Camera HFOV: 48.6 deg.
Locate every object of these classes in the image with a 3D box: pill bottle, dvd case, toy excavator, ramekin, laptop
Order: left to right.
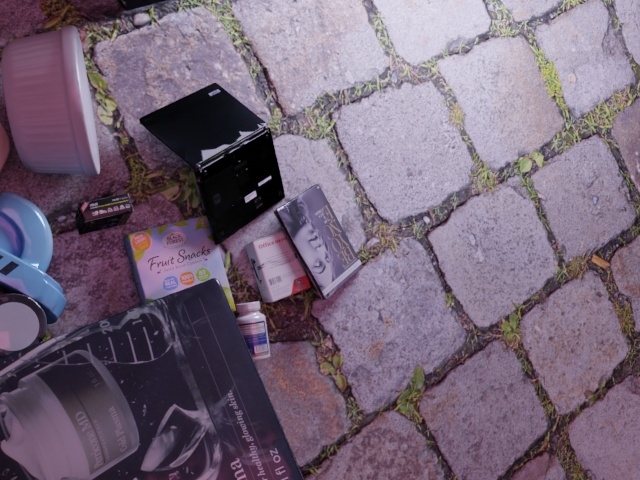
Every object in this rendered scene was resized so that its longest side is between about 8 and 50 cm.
[{"bbox_3d":[-0.605,-0.054,1.238,0.432,0.222,0.445,34,59,-21],"label":"toy excavator"},{"bbox_3d":[-0.481,-0.243,1.272,0.127,0.273,0.273,-9,88,-14],"label":"ramekin"},{"bbox_3d":[-0.216,-0.166,1.478,0.234,0.136,0.265,-39,127,-42],"label":"laptop"},{"bbox_3d":[-0.145,0.190,1.486,0.067,0.067,0.120,-7,88,-25],"label":"pill bottle"},{"bbox_3d":[0.000,0.000,1.565,0.164,0.018,0.221,-37,102,-48],"label":"dvd case"}]

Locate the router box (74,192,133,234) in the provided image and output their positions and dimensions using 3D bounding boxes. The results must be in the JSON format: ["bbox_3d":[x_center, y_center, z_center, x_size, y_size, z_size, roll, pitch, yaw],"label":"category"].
[{"bbox_3d":[-0.415,-0.050,1.353,0.092,0.122,0.038,-15,85,-26],"label":"router box"}]

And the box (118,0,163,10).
[{"bbox_3d":[-0.331,-0.615,1.287,0.179,0.343,0.313,-51,126,-20],"label":"box"}]

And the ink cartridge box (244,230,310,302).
[{"bbox_3d":[-0.093,0.055,1.529,0.099,0.056,0.135,-19,93,-26],"label":"ink cartridge box"}]

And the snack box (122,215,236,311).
[{"bbox_3d":[-0.285,0.069,1.432,0.174,0.070,0.207,-16,90,-26],"label":"snack box"}]

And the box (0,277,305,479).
[{"bbox_3d":[-0.303,0.387,1.156,0.471,0.297,0.480,-21,74,-18],"label":"box"}]
